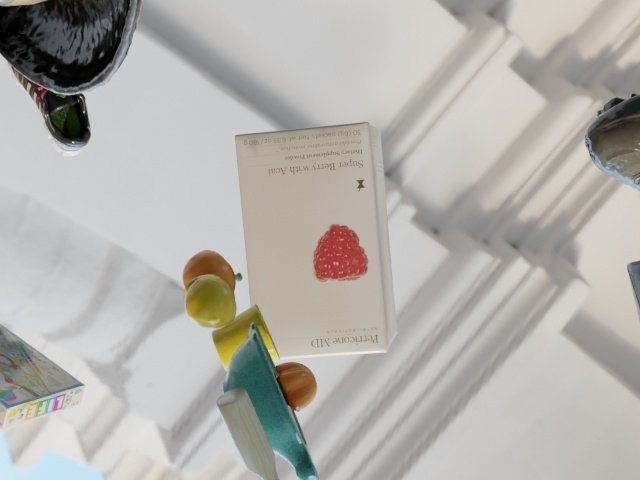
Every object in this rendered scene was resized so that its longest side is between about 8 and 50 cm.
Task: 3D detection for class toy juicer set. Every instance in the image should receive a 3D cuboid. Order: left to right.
[{"bbox_3d":[-0.057,0.128,1.061,0.089,0.209,0.329,-23,-142,-3],"label":"toy juicer set"}]

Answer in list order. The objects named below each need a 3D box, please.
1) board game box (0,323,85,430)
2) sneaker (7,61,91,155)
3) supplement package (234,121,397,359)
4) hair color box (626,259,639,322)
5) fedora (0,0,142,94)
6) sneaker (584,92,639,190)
[{"bbox_3d":[-0.332,0.132,1.110,0.154,0.103,0.026,29,-69,27],"label":"board game box"},{"bbox_3d":[-0.329,-0.184,1.338,0.063,0.170,0.075,-30,-162,-25],"label":"sneaker"},{"bbox_3d":[0.000,0.000,1.437,0.177,0.175,0.293,-5,-88,8],"label":"supplement package"},{"bbox_3d":[0.347,0.206,0.872,0.114,0.374,0.185,-14,-153,15],"label":"hair color box"},{"bbox_3d":[-0.189,-0.186,0.390,0.152,0.334,0.334,-27,-154,-24],"label":"fedora"},{"bbox_3d":[0.241,-0.004,0.537,0.078,0.234,0.106,127,-23,-65],"label":"sneaker"}]
